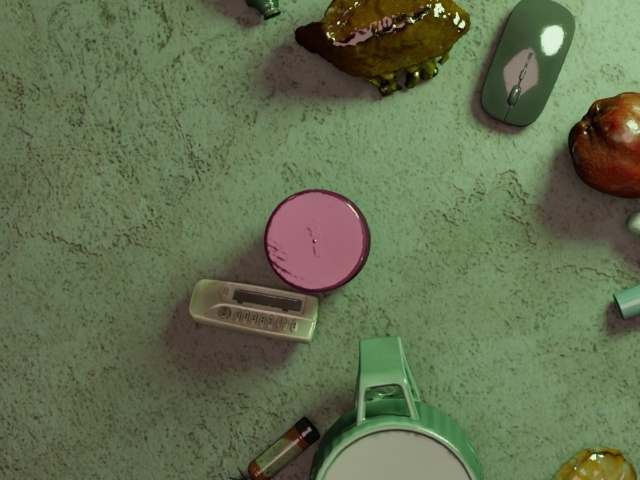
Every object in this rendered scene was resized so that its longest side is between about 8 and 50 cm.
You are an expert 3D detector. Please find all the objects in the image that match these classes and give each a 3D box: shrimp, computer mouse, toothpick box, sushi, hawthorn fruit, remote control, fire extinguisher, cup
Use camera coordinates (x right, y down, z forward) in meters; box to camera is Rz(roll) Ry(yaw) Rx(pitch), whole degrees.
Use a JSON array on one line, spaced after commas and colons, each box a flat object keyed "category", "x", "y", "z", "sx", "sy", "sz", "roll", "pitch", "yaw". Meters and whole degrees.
[{"category": "shrimp", "x": 0.441, "y": 0.485, "z": 1.856, "sx": 0.152, "sy": 0.063, "sz": 0.287, "roll": 45, "pitch": 92, "yaw": -7}, {"category": "computer mouse", "x": 0.366, "y": -0.317, "z": 1.863, "sx": 0.120, "sy": 0.057, "sz": 0.232, "roll": 23, "pitch": 92, "yaw": 6}, {"category": "toothpick box", "x": 0.561, "y": 0.103, "z": 1.844, "sx": 0.083, "sy": 0.052, "sz": 0.052, "roll": -21, "pitch": 88, "yaw": 7}, {"category": "sushi", "x": 0.110, "y": -0.365, "z": 1.849, "sx": 0.296, "sy": 0.179, "sz": 0.167, "roll": -22, "pitch": 71, "yaw": 2}, {"category": "hawthorn fruit", "x": 0.531, "y": -0.153, "z": 1.793, "sx": 0.202, "sy": 0.185, "sz": 0.185, "roll": 28, "pitch": 93, "yaw": -10}, {"category": "remote control", "x": -0.120, "y": 0.128, "z": 1.909, "sx": 0.230, "sy": 0.049, "sz": 0.090, "roll": 10, "pitch": 61, "yaw": 6}, {"category": "fire extinguisher", "x": -0.083, "y": 0.390, "z": 1.907, "sx": 0.177, "sy": 0.050, "sz": 0.062, "roll": -40, "pitch": 105, "yaw": 4}, {"category": "cup", "x": 0.101, "y": 0.382, "z": 1.729, "sx": 0.310, "sy": 0.392, "sz": 0.401, "roll": -35, "pitch": 82, "yaw": -1}]

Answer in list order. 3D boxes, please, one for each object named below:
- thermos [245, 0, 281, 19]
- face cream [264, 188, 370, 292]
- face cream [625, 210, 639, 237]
[{"category": "thermos", "x": -0.121, "y": -0.492, "z": 1.900, "sx": 0.073, "sy": 0.083, "sz": 0.188, "roll": -23, "pitch": 89, "yaw": -17}, {"category": "face cream", "x": 0.000, "y": 0.000, "z": 1.829, "sx": 0.175, "sy": 0.195, "sz": 0.175, "roll": 0, "pitch": 91, "yaw": 7}, {"category": "face cream", "x": 0.647, "y": 0.016, "z": 1.812, "sx": 0.251, "sy": 0.101, "sz": 0.101, "roll": 26, "pitch": 92, "yaw": 5}]
